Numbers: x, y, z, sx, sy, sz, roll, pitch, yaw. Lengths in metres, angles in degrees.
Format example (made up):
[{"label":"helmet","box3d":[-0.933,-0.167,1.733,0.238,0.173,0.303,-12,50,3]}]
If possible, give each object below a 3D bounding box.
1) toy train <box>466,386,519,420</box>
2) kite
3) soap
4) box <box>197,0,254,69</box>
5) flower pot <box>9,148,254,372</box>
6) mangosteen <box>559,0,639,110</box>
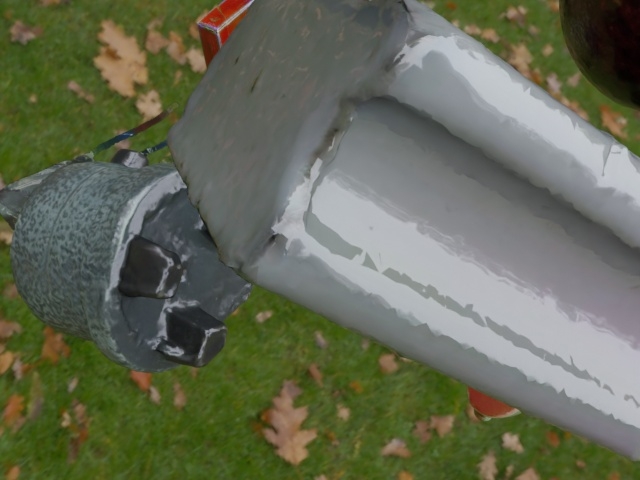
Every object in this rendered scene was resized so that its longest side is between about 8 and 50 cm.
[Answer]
[{"label":"toy train","box3d":[0.266,0.169,1.345,0.116,0.177,0.285,40,2,15]},{"label":"kite","box3d":[-0.316,-0.095,1.453,0.169,0.310,0.015,43,16,-55]},{"label":"soap","box3d":[0.118,-0.034,0.815,0.435,0.213,0.350,27,15,-31]},{"label":"box","box3d":[-0.127,-0.362,1.706,0.048,0.112,0.175,29,58,26]},{"label":"flower pot","box3d":[-0.220,0.027,1.368,0.299,0.283,0.299,-21,116,-50]},{"label":"mangosteen","box3d":[0.380,-0.271,1.036,0.297,0.297,0.293,3,32,-39]}]
